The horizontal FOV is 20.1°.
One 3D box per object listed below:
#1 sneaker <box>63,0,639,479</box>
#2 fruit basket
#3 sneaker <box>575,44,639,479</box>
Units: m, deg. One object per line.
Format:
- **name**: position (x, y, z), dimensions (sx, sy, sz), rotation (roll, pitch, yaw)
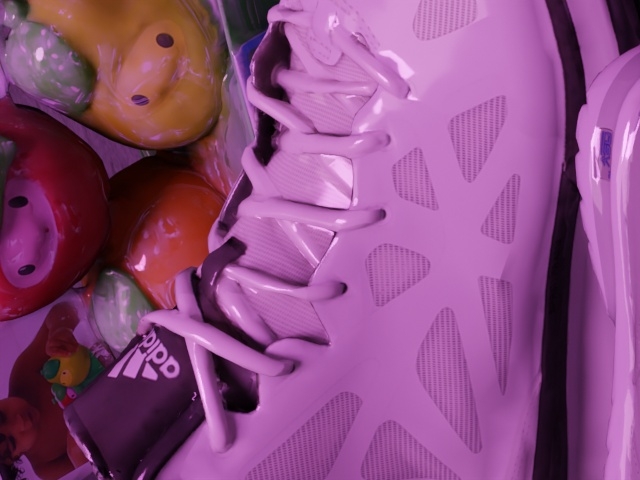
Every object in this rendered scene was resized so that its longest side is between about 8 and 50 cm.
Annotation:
- **sneaker**: position (0.001, 0.001, 0.801), dimensions (0.169, 0.257, 0.447), rotation (42, 150, 52)
- **fruit basket**: position (-0.115, -0.026, 0.954), dimensions (0.165, 0.353, 0.327), rotation (20, 133, 46)
- **sneaker**: position (0.167, 0.067, 0.662), dimensions (0.115, 0.105, 0.281), rotation (23, 134, 65)
